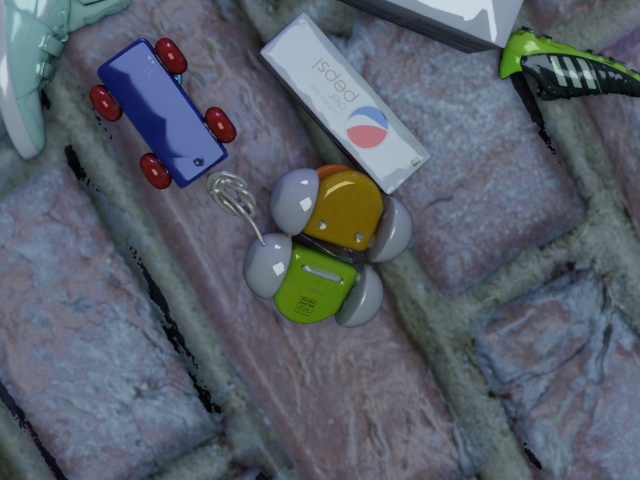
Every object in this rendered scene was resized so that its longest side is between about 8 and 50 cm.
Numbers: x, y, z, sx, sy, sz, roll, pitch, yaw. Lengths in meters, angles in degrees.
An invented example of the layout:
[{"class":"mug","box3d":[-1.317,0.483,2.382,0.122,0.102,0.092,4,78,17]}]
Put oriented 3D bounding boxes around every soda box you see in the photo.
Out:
[{"class":"soda box","box3d":[0.025,-0.152,1.339,0.069,0.074,0.216,-43,100,-1]}]

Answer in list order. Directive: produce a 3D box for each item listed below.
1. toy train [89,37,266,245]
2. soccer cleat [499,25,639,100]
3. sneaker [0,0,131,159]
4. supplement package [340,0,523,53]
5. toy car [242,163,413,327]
[{"class":"toy train","box3d":[-0.137,-0.102,1.290,0.105,0.143,0.248,-35,99,4]},{"class":"soccer cleat","box3d":[0.294,-0.190,1.382,0.179,0.060,0.072,19,104,-3]},{"class":"sneaker","box3d":[-0.278,-0.217,1.284,0.151,0.094,0.256,-5,98,-10]},{"class":"supplement package","box3d":[0.139,-0.363,1.294,0.204,0.145,0.262,20,94,-9]},{"class":"toy car","box3d":[0.000,0.000,1.320,0.159,0.136,0.182,19,101,-21]}]
